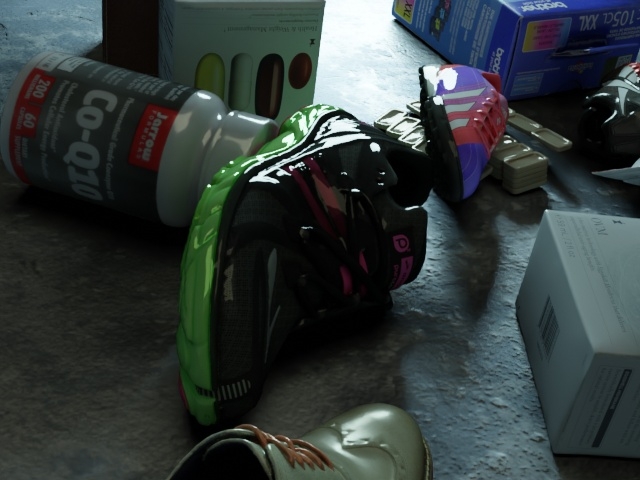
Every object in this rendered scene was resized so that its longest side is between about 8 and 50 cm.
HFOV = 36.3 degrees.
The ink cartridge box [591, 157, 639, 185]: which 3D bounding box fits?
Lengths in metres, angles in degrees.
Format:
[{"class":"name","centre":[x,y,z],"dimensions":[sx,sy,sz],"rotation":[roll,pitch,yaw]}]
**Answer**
[{"class":"ink cartridge box","centre":[0.465,-0.100,1.187],"dimensions":[0.225,0.056,0.181],"rotation":[8,-10,-43]}]

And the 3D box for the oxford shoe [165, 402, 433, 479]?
[{"class":"oxford shoe","centre":[-0.020,0.195,0.706],"dimensions":[0.141,0.146,0.397],"rotation":[8,20,26]}]

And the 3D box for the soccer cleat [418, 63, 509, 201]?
[{"class":"soccer cleat","centre":[0.189,-0.149,1.240],"dimensions":[0.117,0.108,0.318],"rotation":[-3,28,4]}]

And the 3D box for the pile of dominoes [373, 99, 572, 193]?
[{"class":"pile of dominoes","centre":[0.203,-0.136,1.356],"dimensions":[0.196,0.040,0.251],"rotation":[-18,35,-25]}]

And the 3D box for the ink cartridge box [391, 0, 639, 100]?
[{"class":"ink cartridge box","centre":[0.337,-0.362,1.586],"dimensions":[0.270,0.151,0.395],"rotation":[-12,42,-25]}]

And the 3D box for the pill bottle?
[{"class":"pill bottle","centre":[-0.201,-0.107,1.114],"dimensions":[0.283,0.161,0.161],"rotation":[16,36,11]}]

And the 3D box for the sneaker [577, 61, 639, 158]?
[{"class":"sneaker","centre":[0.425,-0.185,1.392],"dimensions":[0.135,0.097,0.276],"rotation":[-12,22,6]}]

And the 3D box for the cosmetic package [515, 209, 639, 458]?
[{"class":"cosmetic package","centre":[0.334,0.092,0.965],"dimensions":[0.225,0.138,0.224],"rotation":[6,36,-5]}]

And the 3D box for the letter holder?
[{"class":"letter holder","centre":[-0.159,-0.359,1.423],"dimensions":[0.302,0.214,0.152],"rotation":[3,36,-7]}]

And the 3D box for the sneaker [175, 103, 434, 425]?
[{"class":"sneaker","centre":[0.000,0.000,0.989],"dimensions":[0.202,0.185,0.482],"rotation":[16,38,14]}]

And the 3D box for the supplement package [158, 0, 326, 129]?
[{"class":"supplement package","centre":[-0.112,-0.252,1.296],"dimensions":[0.194,0.203,0.149],"rotation":[-4,38,-15]}]
